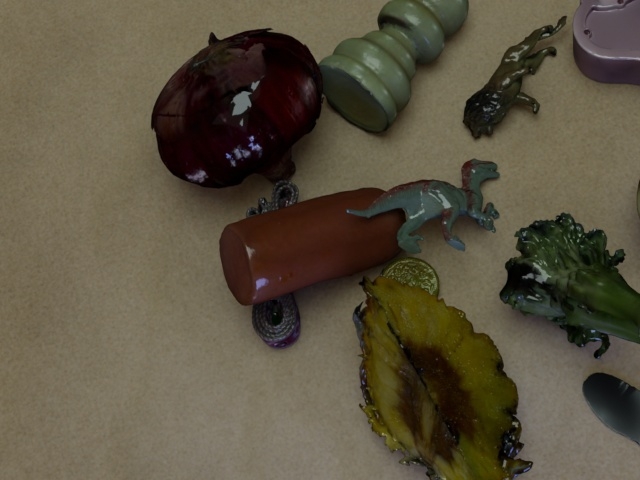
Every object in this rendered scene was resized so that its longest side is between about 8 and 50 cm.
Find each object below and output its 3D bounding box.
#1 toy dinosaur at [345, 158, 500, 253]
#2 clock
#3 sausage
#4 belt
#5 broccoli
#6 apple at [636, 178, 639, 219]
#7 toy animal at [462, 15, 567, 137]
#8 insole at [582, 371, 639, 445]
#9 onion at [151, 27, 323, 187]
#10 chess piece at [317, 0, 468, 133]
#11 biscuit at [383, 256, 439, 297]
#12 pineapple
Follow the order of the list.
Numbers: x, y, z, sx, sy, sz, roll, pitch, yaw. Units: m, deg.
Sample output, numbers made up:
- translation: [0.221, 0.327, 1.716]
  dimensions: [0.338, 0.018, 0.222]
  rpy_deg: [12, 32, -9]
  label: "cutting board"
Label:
- translation: [0.138, -0.053, 1.806]
  dimensions: [0.242, 0.053, 0.167]
  rpy_deg: [7, 55, -19]
  label: "toy dinosaur"
- translation: [0.496, -0.237, 1.866]
  dimensions: [0.275, 0.080, 0.290]
  rpy_deg: [-12, 66, 4]
  label: "clock"
- translation: [0.000, 0.000, 1.798]
  dimensions: [0.259, 0.113, 0.113]
  rpy_deg: [-17, 64, -26]
  label: "sausage"
- translation: [-0.063, 0.032, 1.860]
  dimensions: [0.071, 0.053, 0.232]
  rpy_deg: [-4, 69, 8]
  label: "belt"
- translation: [0.344, 0.069, 1.663]
  dimensions: [0.165, 0.304, 0.145]
  rpy_deg: [29, 94, -22]
  label: "broccoli"
- translation: [0.485, -0.040, 1.729]
  dimensions: [0.199, 0.199, 0.199]
  rpy_deg: [-3, 68, 8]
  label: "apple"
- translation: [0.282, -0.232, 1.902]
  dimensions: [0.086, 0.069, 0.220]
  rpy_deg: [30, 73, 38]
  label: "toy animal"
- translation: [0.408, 0.236, 1.731]
  dimensions: [0.064, 0.004, 0.188]
  rpy_deg: [-42, 69, -8]
  label: "insole"
- translation: [-0.102, -0.167, 1.871]
  dimensions: [0.252, 0.219, 0.252]
  rpy_deg: [-32, 24, 17]
  label: "onion"
- translation: [0.115, -0.279, 1.927]
  dimensions: [0.133, 0.133, 0.243]
  rpy_deg: [34, 70, 19]
  label: "chess piece"
- translation: [0.118, 0.063, 1.835]
  dimensions: [0.084, 0.023, 0.084]
  rpy_deg: [-2, 68, 6]
  label: "biscuit"
- translation: [0.156, 0.202, 1.733]
  dimensions: [0.161, 0.158, 0.334]
  rpy_deg: [-19, 65, -42]
  label: "pineapple"
